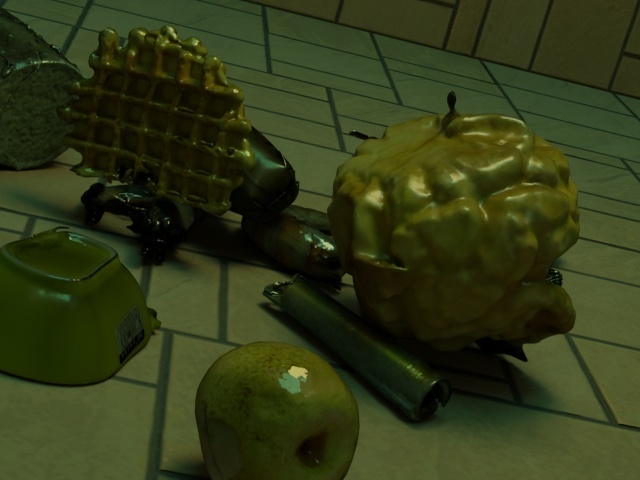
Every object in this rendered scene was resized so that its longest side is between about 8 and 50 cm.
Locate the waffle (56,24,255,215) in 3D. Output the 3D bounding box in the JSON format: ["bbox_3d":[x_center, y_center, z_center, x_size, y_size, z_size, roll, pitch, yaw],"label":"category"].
[{"bbox_3d":[-0.227,-0.155,1.854,0.309,0.283,0.065,60,21,9],"label":"waffle"}]

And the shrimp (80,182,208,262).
[{"bbox_3d":[-0.263,-0.049,1.929,0.178,0.075,0.289,13,19,5],"label":"shrimp"}]

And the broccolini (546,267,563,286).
[{"bbox_3d":[0.282,0.051,2.078,0.202,0.068,0.091,7,41,-19],"label":"broccolini"}]

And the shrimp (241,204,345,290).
[{"bbox_3d":[-0.030,-0.009,2.033,0.185,0.068,0.287,21,10,3],"label":"shrimp"}]

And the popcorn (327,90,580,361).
[{"bbox_3d":[0.184,0.007,1.758,0.349,0.382,0.349,-17,27,9],"label":"popcorn"}]

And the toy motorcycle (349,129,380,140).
[{"bbox_3d":[0.228,-0.086,2.303,0.401,0.134,0.207,14,19,-10],"label":"toy motorcycle"}]

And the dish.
[{"bbox_3d":[-0.303,0.059,1.555,0.221,0.108,0.262,23,21,18],"label":"dish"}]

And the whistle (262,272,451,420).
[{"bbox_3d":[0.040,0.125,1.706,0.068,0.057,0.326,-10,31,-37],"label":"whistle"}]

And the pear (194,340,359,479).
[{"bbox_3d":[-0.051,0.182,1.337,0.178,0.178,0.178,14,20,-5],"label":"pear"}]

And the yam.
[{"bbox_3d":[-0.535,-0.258,2.087,0.348,0.241,0.241,32,25,33],"label":"yam"}]

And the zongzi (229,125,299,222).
[{"bbox_3d":[-0.130,-0.086,2.028,0.260,0.123,0.289,40,-16,23],"label":"zongzi"}]
